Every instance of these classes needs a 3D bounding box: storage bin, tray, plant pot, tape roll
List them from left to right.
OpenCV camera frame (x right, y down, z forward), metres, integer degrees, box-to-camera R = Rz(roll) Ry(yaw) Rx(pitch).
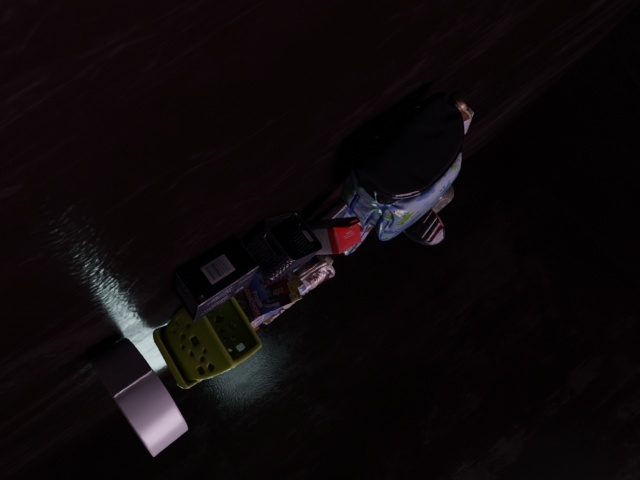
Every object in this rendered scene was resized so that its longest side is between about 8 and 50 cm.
[{"bbox_3d":[-0.450,0.385,1.121,0.100,0.286,0.286,-33,172,-29],"label":"tape roll"},{"bbox_3d":[-0.347,0.299,1.361,0.207,0.227,0.228,-33,174,12],"label":"plant pot"},{"bbox_3d":[-0.090,0.010,1.121,0.084,0.122,0.180,-41,172,24],"label":"storage bin"},{"bbox_3d":[0.027,-0.061,1.575,0.145,0.030,0.270,-43,175,-17],"label":"tray"}]

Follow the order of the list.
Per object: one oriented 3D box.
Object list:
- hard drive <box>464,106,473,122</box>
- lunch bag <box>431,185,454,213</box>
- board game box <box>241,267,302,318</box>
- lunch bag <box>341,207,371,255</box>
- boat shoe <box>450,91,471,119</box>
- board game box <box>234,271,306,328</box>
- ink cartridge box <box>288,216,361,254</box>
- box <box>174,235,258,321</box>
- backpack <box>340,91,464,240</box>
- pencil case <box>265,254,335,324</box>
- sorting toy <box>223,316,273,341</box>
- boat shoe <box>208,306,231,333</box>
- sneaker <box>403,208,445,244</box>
[{"bbox_3d":[0.454,-0.374,1.664,0.210,0.040,0.318,-38,173,13],"label":"hard drive"},{"bbox_3d":[0.371,-0.176,1.940,0.256,0.213,0.305,-11,157,-36],"label":"lunch bag"},{"bbox_3d":[-0.177,0.113,1.265,0.194,0.194,0.060,-22,170,-8],"label":"board game box"},{"bbox_3d":[0.157,-0.091,1.644,0.243,0.115,0.303,-48,177,-34],"label":"lunch bag"},{"bbox_3d":[0.385,-0.369,1.285,0.060,0.064,0.178,-35,168,22],"label":"boat shoe"},{"bbox_3d":[-0.193,0.177,1.541,0.243,0.165,0.042,-35,144,-13],"label":"board game box"},{"bbox_3d":[0.021,-0.013,1.285,0.231,0.078,0.134,-4,-166,34],"label":"ink cartridge box"},{"bbox_3d":[-0.238,0.088,1.015,0.156,0.093,0.158,-34,171,-28],"label":"box"},{"bbox_3d":[0.182,-0.146,1.100,0.290,0.273,0.355,-42,-172,-17],"label":"backpack"},{"bbox_3d":[-0.127,0.204,2.072,0.410,0.160,0.183,-35,-173,-15],"label":"pencil case"},{"bbox_3d":[-0.263,0.309,1.663,0.229,0.041,0.307,-32,179,-38],"label":"sorting toy"},{"bbox_3d":[-0.368,0.299,1.740,0.324,0.097,0.116,-36,174,-15],"label":"boat shoe"},{"bbox_3d":[0.276,-0.115,1.450,0.116,0.314,0.136,-52,177,27],"label":"sneaker"}]
